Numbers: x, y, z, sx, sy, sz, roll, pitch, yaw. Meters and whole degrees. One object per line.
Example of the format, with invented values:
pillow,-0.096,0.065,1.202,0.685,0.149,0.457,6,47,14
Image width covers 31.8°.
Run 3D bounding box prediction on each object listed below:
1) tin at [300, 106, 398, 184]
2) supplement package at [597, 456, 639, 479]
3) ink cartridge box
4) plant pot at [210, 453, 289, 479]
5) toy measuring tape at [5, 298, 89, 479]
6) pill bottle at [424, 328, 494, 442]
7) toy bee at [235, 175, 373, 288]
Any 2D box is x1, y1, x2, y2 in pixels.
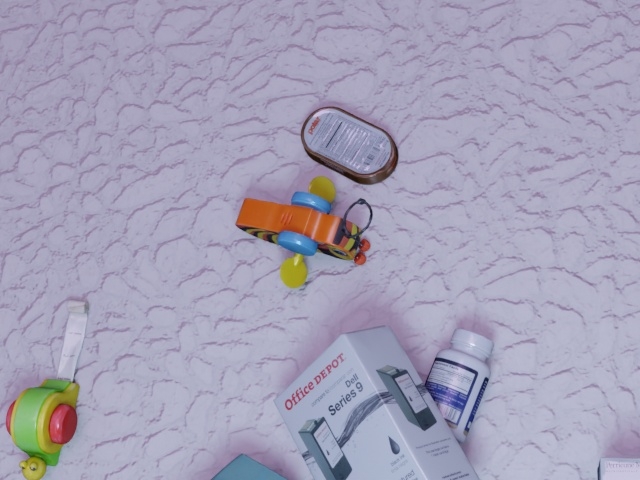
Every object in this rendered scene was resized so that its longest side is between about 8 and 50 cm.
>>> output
tin,0.051,-0.174,2.025,0.189,0.040,0.106,28,76,20
supplement package,0.512,0.428,1.656,0.194,0.149,0.203,-3,72,12
ink cartridge box,0.080,0.310,1.762,0.211,0.121,0.289,-47,63,34
plant pot,-0.134,0.474,1.786,0.165,0.165,0.234,27,72,20
toy measuring tape,-0.473,0.252,1.959,0.121,0.121,0.330,5,73,14
pill bottle,0.219,0.233,1.818,0.094,0.094,0.169,20,77,18
toy bee,0.000,0.000,1.934,0.195,0.162,0.298,-55,44,0
